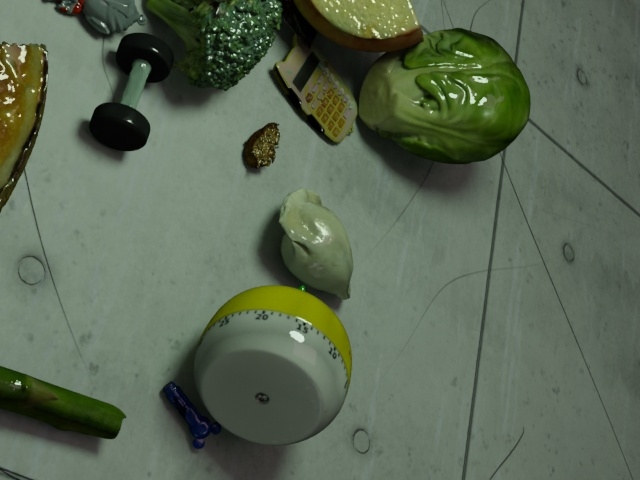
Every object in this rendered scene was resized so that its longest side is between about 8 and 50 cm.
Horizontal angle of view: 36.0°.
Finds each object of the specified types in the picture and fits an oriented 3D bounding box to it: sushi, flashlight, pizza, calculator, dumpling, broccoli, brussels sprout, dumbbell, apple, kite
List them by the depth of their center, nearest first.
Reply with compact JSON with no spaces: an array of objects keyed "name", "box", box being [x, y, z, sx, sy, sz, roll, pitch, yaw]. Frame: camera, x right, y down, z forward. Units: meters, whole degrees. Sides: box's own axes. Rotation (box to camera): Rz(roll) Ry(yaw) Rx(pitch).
[{"name":"pizza","box":[-0.605,-0.170,1.366,0.406,0.130,0.440,34,65,-30]},{"name":"flashlight","box":[-0.219,0.286,1.639,0.057,0.035,0.121,-39,100,-16]},{"name":"dumbbell","box":[-0.320,-0.254,1.684,0.100,0.100,0.191,32,56,-32]},{"name":"broccoli","box":[-0.196,-0.416,1.781,0.243,0.247,0.263,27,64,16]},{"name":"sushi","box":[-0.109,-0.180,1.890,0.061,0.060,0.118,31,57,-38]},{"name":"dumpling","box":[0.000,0.000,1.893,0.252,0.131,0.179,46,26,-37]},{"name":"apple","box":[0.087,-0.520,2.033,0.314,0.309,0.252,22,98,-2]},{"name":"kite","box":[-0.050,-0.470,2.053,0.232,0.009,0.189,9,54,-52]},{"name":"calculator","box":[-0.006,-0.309,2.056,0.236,0.033,0.157,48,47,-24]},{"name":"brussels sprout","box":[0.265,-0.307,2.134,0.354,0.281,0.289,-2,61,-21]}]

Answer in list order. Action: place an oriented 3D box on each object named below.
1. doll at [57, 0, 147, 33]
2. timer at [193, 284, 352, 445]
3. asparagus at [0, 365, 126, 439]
[{"name":"doll","box":[-0.386,-0.409,1.700,0.180,0.079,0.094,16,79,-25]},{"name":"timer","box":[-0.068,0.180,1.677,0.285,0.285,0.285,17,64,-39]},{"name":"asparagus","box":[-0.416,0.233,1.448,0.277,0.067,0.060,30,29,-37]}]
